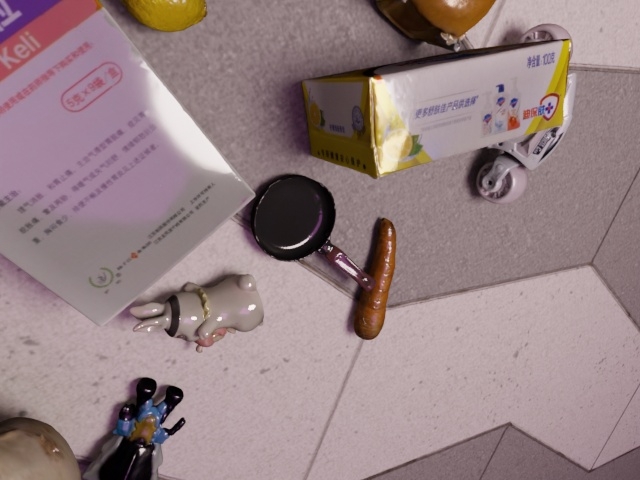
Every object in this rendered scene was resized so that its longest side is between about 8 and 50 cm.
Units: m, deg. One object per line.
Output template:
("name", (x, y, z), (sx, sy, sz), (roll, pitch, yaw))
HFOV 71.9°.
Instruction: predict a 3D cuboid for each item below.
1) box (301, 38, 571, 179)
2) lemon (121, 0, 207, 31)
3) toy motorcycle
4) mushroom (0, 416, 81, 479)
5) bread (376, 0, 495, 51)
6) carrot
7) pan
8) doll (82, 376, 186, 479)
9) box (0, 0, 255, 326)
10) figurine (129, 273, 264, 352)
("box", (0.132, -0.163, 0.520), (0.265, 0.168, 0.097), (-18, 114, -18))
("lemon", (-0.150, -0.229, 0.409), (0.092, 0.065, 0.065), (3, 109, -30))
("toy motorcycle", (0.297, -0.168, 0.628), (0.113, 0.112, 0.254), (-4, 117, -25))
("mushroom", (-0.386, 0.226, 0.392), (0.298, 0.297, 0.290), (-13, 79, -22))
("bread", (0.165, -0.353, 0.494), (0.136, 0.107, 0.241), (27, 96, -30))
("carrot", (0.086, 0.060, 0.659), (0.047, 0.047, 0.191), (3, 108, -28))
("pan", (-0.001, -0.001, 0.590), (0.212, 0.040, 0.115), (40, 88, -26))
("doll", (-0.242, 0.277, 0.568), (0.096, 0.070, 0.195), (23, 92, -17))
("box", (-0.232, -0.093, 0.397), (0.200, 0.106, 0.299), (-42, 124, -8))
("figurine", (-0.143, 0.102, 0.537), (0.146, 0.081, 0.098), (-19, 118, -19))
